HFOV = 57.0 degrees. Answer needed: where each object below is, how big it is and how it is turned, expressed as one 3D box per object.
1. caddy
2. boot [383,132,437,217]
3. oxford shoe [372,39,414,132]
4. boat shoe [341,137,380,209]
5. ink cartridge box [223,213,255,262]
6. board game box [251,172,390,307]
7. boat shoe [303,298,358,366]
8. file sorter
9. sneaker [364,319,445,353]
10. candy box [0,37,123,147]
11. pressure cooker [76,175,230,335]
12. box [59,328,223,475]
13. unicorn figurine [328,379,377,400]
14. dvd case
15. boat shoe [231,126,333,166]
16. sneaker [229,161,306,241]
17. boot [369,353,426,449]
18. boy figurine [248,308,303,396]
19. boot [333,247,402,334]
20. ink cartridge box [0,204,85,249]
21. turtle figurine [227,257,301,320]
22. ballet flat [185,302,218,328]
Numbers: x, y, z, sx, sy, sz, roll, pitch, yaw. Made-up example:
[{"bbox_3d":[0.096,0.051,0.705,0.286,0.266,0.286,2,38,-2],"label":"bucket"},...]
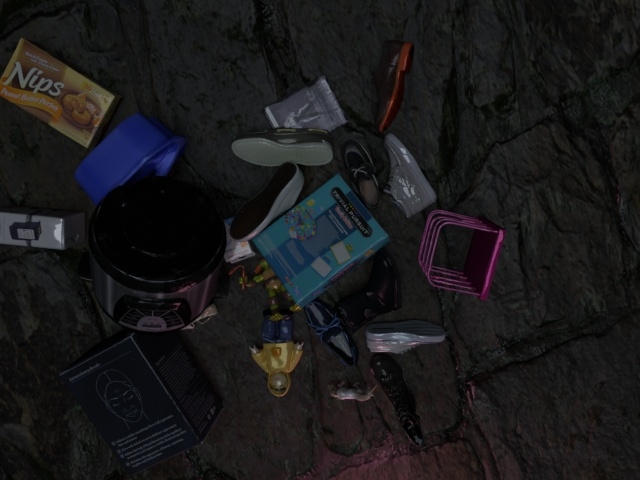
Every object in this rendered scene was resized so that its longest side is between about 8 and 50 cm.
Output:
[{"bbox_3d":[-0.544,-0.213,1.738,0.341,0.241,0.179,-42,91,8],"label":"caddy"},{"bbox_3d":[0.240,-0.192,1.802,0.123,0.095,0.258,-36,99,0],"label":"boot"},{"bbox_3d":[0.200,-0.462,1.770,0.098,0.097,0.272,18,96,17],"label":"oxford shoe"},{"bbox_3d":[0.128,-0.206,1.813,0.084,0.079,0.233,-21,98,6],"label":"boat shoe"},{"bbox_3d":[-0.267,-0.003,1.845,0.092,0.090,0.143,-21,99,4],"label":"ink cartridge box"},{"bbox_3d":[0.000,0.000,1.784,0.336,0.079,0.254,-37,71,1],"label":"board game box"},{"bbox_3d":[0.046,0.293,1.895,0.109,0.089,0.258,-43,97,7],"label":"boat shoe"},{"bbox_3d":[0.400,0.026,1.746,0.182,0.291,0.202,13,100,1],"label":"file sorter"},{"bbox_3d":[0.272,0.317,1.908,0.258,0.094,0.091,0,118,5],"label":"sneaker"},{"bbox_3d":[-0.782,-0.439,1.773,0.316,0.087,0.183,32,99,-4],"label":"candy box"},{"bbox_3d":[-0.465,0.068,1.698,0.370,0.420,0.375,45,56,12],"label":"pressure cooker"},{"bbox_3d":[-0.551,0.475,1.851,0.293,0.212,0.396,-28,99,16],"label":"box"},{"bbox_3d":[0.108,0.492,1.919,0.161,0.111,0.060,-13,99,3],"label":"unicorn figurine"},{"bbox_3d":[-0.045,-0.383,1.812,0.221,0.018,0.165,-29,100,5],"label":"dvd case"},{"bbox_3d":[-0.111,-0.289,1.775,0.304,0.091,0.109,3,144,4],"label":"boat shoe"},{"bbox_3d":[-0.146,-0.095,1.786,0.290,0.123,0.106,-47,60,-1],"label":"sneaker"},{"bbox_3d":[0.251,0.501,1.860,0.091,0.229,0.263,-33,98,6],"label":"boot"},{"bbox_3d":[-0.145,0.366,1.912,0.177,0.092,0.285,2,97,-2],"label":"boy figurine"},{"bbox_3d":[0.141,0.162,1.812,0.207,0.094,0.247,-25,129,-16],"label":"boot"},{"bbox_3d":[-0.866,-0.043,1.802,0.237,0.172,0.100,6,100,-1],"label":"ink cartridge box"},{"bbox_3d":[-0.157,0.140,1.855,0.269,0.087,0.217,-20,67,-11],"label":"turtle figurine"},{"bbox_3d":[-0.409,0.258,1.913,0.168,0.057,0.052,-29,108,6],"label":"ballet flat"}]
